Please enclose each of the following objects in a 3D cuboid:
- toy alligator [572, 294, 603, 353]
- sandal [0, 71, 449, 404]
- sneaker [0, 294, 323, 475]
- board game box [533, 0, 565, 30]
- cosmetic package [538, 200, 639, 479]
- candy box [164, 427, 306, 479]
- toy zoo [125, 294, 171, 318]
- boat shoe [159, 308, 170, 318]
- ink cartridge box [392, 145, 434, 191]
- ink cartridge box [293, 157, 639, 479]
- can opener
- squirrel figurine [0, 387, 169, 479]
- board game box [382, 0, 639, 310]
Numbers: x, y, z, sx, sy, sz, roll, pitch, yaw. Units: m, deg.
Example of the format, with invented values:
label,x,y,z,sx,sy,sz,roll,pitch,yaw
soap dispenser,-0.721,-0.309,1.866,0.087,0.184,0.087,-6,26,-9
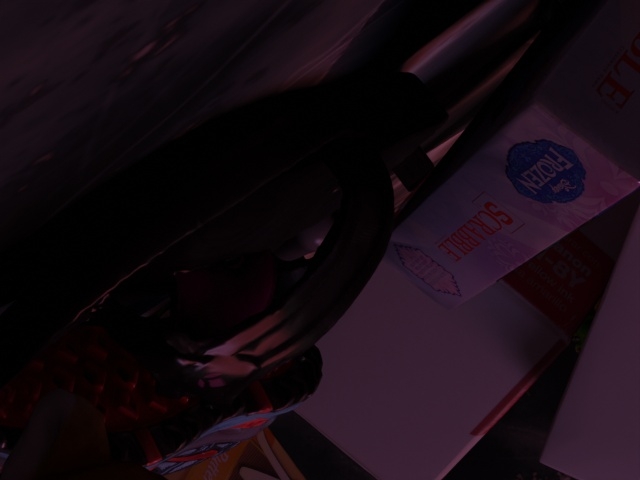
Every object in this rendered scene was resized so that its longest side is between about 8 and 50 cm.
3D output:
label,x,y,z,sx,sy,sz,roll,pitch,yaw
toy alligator,0.230,0.073,1.350,0.051,0.056,0.189,0,-146,41
sandal,-0.019,0.001,0.882,0.167,0.107,0.446,-39,176,29
sneaker,-0.112,0.104,0.932,0.262,0.104,0.125,-3,145,-50
board game box,0.221,-0.207,1.218,0.126,0.026,0.186,-37,177,0
cosmetic package,0.293,-0.003,1.125,0.197,0.155,0.365,-39,148,-61
candy box,-0.122,0.272,1.792,0.183,0.316,0.087,-35,177,-42
toy zoo,-0.176,0.083,1.054,0.293,0.030,0.192,-35,176,-35
boat shoe,-0.108,0.102,1.117,0.206,0.075,0.065,-45,170,37
ink cartridge box,0.070,-0.069,1.367,0.028,0.048,0.083,-37,176,1
ink cartridge box,0.163,-0.008,1.370,0.384,0.160,0.279,-47,173,-41
can opener,0.000,0.000,1.246,0.074,0.093,0.280,-24,176,-10
squirrel figurine,-0.210,0.225,0.692,0.370,0.281,0.397,-36,-177,-19
board game box,0.176,-0.125,0.887,0.318,0.066,0.318,-51,-179,-15
